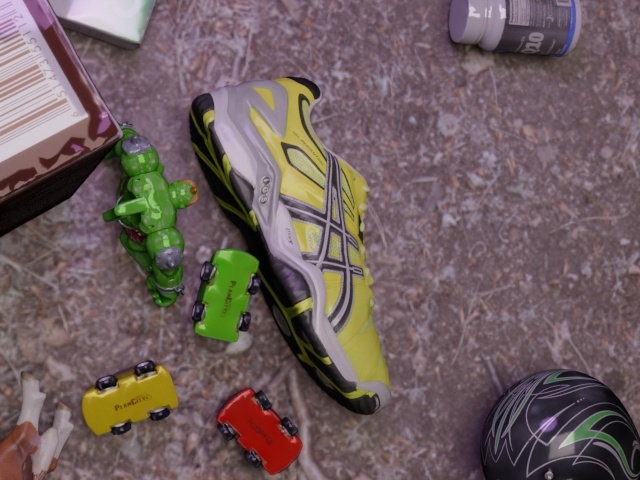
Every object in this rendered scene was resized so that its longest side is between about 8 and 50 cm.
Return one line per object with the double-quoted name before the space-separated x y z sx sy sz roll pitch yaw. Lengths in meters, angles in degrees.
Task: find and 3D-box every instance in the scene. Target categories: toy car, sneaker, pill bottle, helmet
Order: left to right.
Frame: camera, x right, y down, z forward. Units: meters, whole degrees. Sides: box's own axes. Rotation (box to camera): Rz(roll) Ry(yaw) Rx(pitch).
"toy car" -0.115 0.115 1.532 0.239 0.053 0.225 14 95 -14
"sneaker" 0.000 0.000 1.548 0.147 0.145 0.384 -25 93 -16
"pill bottle" 0.221 -0.253 1.667 0.137 0.078 0.078 2 84 -15
"helmet" 0.256 0.222 1.587 0.161 0.169 0.169 37 76 -26

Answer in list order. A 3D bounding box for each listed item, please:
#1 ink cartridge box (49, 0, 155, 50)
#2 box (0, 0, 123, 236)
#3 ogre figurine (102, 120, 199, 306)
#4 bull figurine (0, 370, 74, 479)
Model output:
"ink cartridge box" -0.273 -0.322 1.551 0.225 0.056 0.181 18 80 -15
"box" -0.308 -0.114 1.350 0.143 0.381 0.191 -30 94 -18
"ogre figurine" -0.180 -0.032 1.513 0.097 0.118 0.197 3 84 -15
"bull figurine" -0.396 0.172 1.442 0.310 0.101 0.188 39 74 -8
